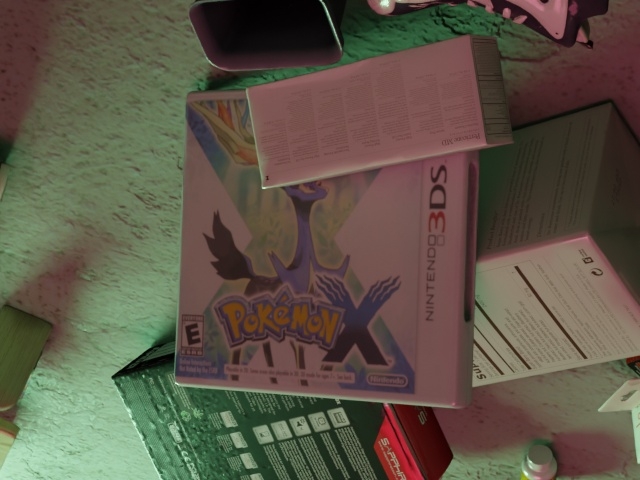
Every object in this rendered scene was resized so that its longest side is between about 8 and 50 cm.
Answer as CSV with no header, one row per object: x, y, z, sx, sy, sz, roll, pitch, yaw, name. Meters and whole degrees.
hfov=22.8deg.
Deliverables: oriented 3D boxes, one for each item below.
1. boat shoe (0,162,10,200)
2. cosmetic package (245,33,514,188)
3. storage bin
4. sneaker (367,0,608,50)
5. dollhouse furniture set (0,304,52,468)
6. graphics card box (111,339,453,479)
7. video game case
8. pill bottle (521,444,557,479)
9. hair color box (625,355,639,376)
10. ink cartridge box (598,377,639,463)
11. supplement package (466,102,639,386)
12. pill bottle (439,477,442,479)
-0.448,-0.018,1.823,0.091,0.109,0.305,30,143,-20,boat shoe
0.051,-0.113,1.434,0.239,0.098,0.060,-9,178,33,cosmetic package
-0.041,-0.222,1.443,0.135,0.091,0.098,-2,136,22,storage bin
0.166,-0.211,1.371,0.235,0.094,0.153,-25,116,28,sneaker
-0.595,0.222,2.041,0.394,0.256,0.362,25,140,-7,dollhouse furniture set
-0.050,0.207,1.875,0.371,0.094,0.232,-19,102,35,graphics card box
0.000,0.000,1.522,0.329,0.299,0.036,1,178,34,video game case
0.267,0.286,1.947,0.043,0.043,0.083,8,140,13,pill bottle
0.406,0.117,1.698,0.141,0.043,0.072,-26,123,40,hair color box
0.411,0.196,1.709,0.198,0.067,0.115,2,155,-8,ink cartridge box
0.184,0.017,1.563,0.293,0.177,0.175,-15,131,34,supplement package
0.072,0.273,1.974,0.152,0.086,0.086,27,140,-10,pill bottle
